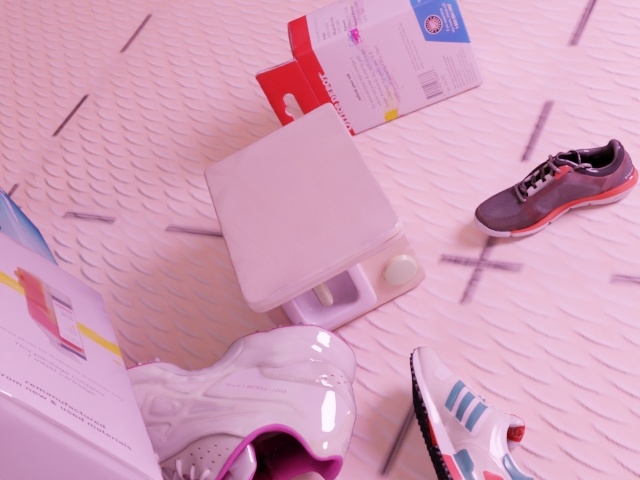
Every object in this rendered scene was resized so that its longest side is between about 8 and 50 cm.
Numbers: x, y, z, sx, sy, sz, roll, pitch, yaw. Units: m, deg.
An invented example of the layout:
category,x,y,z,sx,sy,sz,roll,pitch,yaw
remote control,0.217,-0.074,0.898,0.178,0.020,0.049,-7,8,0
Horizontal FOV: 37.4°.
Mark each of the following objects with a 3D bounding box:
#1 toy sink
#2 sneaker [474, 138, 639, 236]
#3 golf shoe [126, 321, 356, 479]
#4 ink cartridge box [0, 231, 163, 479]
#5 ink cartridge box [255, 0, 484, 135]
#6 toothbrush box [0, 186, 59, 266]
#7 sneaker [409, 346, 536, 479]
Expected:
category,x,y,z,sx,sy,sz,roll,pitch,yaw
toy sink,0.000,0.000,0.913,0.153,0.131,0.234,-29,38,2
sneaker,0.215,-0.057,0.891,0.158,0.065,0.061,-22,43,10
golf shoe,-0.112,0.175,0.828,0.306,0.115,0.140,-20,47,13
ink cartridge box,-0.295,0.171,0.743,0.279,0.160,0.385,-52,24,1
ink cartridge box,0.053,-0.203,1.069,0.231,0.134,0.078,-20,44,11
toothbrush box,-0.397,0.083,1.061,0.216,0.126,0.295,-38,42,-8
sneaker,0.122,0.149,0.768,0.075,0.057,0.161,-12,42,-4
